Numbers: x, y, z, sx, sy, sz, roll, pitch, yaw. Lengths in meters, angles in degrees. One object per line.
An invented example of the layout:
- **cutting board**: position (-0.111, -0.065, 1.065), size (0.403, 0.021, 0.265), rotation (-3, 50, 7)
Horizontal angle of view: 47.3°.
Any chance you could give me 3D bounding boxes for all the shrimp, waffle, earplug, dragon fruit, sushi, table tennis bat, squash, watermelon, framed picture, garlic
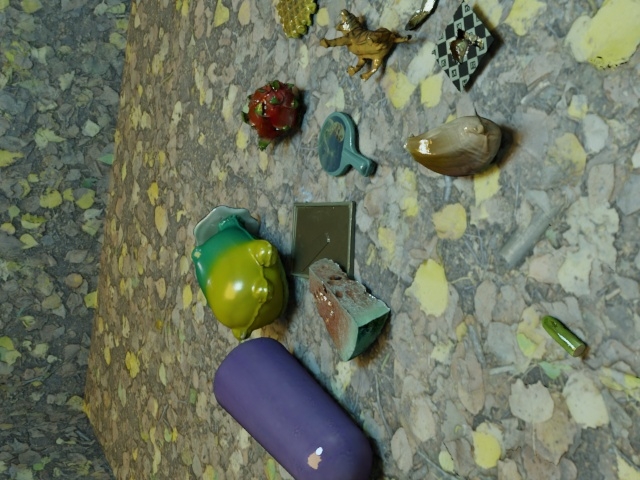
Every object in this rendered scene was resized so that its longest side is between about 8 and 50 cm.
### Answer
- **shrimp**: position (0.173, -0.498, 1.487), size (0.195, 0.035, 0.147), rotation (12, 102, 55)
- **waffle**: position (-0.060, -0.604, 1.847), size (0.191, 0.038, 0.191), rotation (-5, 84, 57)
- **earplug**: position (-0.054, 0.415, 1.666), size (0.456, 0.215, 0.215), rotation (34, 117, 49)
- **dragon fruit**: position (-0.130, -0.305, 1.859), size (0.135, 0.137, 0.236), rotation (40, 133, 6)
- **sushi**: position (0.267, -0.355, 1.341), size (0.120, 0.026, 0.126), rotation (65, 143, 31)
- **table tennis bat**: position (0.053, -0.204, 1.663), size (0.237, 0.038, 0.149), rotation (48, 127, 51)
- **squash**: position (0.378, 0.147, 1.150), size (0.083, 0.028, 0.027), rotation (49, 129, 45)
- **watermelon**: position (0.042, 0.139, 1.612), size (0.241, 0.095, 0.154), rotation (54, 143, 32)
- **framed picture**: position (0.000, 0.000, 1.748), size (0.260, 0.023, 0.188), rotation (2, 90, 58)
- **garlic**: position (0.247, -0.173, 1.270), size (0.198, 0.129, 0.090), rotation (-12, 64, 60)

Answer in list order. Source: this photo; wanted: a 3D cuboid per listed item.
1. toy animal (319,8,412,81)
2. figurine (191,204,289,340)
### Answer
- **toy animal**: position (0.116, -0.413, 1.533), size (0.116, 0.114, 0.255), rotation (-48, 35, -16)
- **figurine**: position (-0.214, 0.086, 1.896), size (0.323, 0.232, 0.340), rotation (-62, 36, 28)
